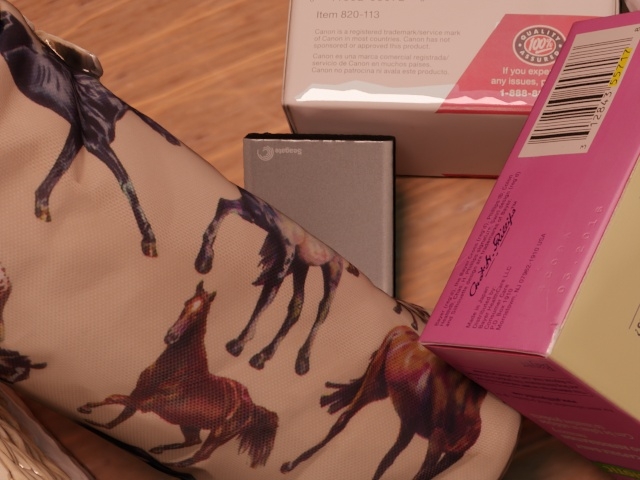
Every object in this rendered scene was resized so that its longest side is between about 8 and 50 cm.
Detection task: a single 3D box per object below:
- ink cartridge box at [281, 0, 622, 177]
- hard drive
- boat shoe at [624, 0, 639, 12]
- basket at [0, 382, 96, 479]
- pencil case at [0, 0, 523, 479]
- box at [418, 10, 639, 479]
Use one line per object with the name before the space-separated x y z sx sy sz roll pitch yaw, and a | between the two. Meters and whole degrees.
ink cartridge box | 0.094 -0.192 1.093 0.207 0.117 0.283 2 70 9
hard drive | 0.000 0.000 1.048 0.094 0.022 0.135 2 104 9
boat shoe | 0.312 -0.102 0.954 0.306 0.105 0.113 38 87 9
basket | -0.291 0.200 0.926 0.331 0.266 0.328 -42 69 -10
pencil case | -0.072 0.029 0.909 0.410 0.160 0.183 35 72 -26
box | 0.214 0.025 0.929 0.243 0.117 0.213 34 74 -26
